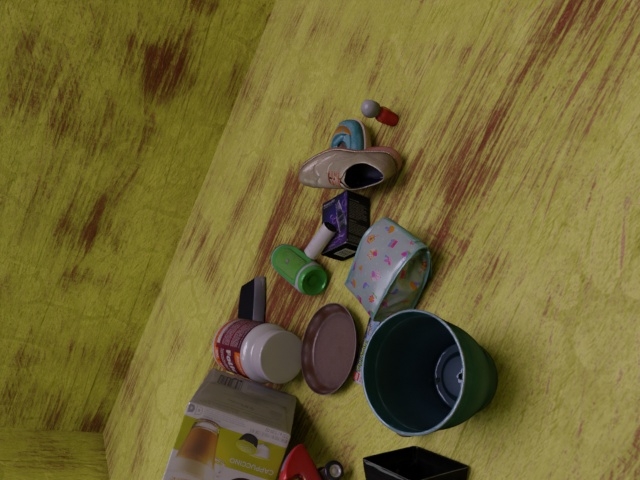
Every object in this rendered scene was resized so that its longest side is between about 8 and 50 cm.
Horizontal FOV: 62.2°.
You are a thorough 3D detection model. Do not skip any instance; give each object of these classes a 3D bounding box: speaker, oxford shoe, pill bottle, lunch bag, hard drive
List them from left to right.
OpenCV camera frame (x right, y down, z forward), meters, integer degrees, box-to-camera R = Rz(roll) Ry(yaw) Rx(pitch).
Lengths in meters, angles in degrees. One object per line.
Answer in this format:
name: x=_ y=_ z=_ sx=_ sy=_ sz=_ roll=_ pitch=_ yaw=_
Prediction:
hard drive: x=-0.309 y=0.296 z=2.360 sx=0.172 sy=0.054 sz=0.255 roll=-31 pitch=51 yaw=46
pill bottle: x=-0.242 y=0.424 z=2.042 sx=0.392 sy=0.224 sz=0.224 roll=-5 pitch=71 yaw=56
speaker: x=-0.088 y=0.108 z=2.054 sx=0.296 sy=0.131 sz=0.131 roll=33 pitch=102 yaw=57
speaker: x=0.000 y=0.000 z=1.836 sx=0.136 sy=0.055 sz=0.055 roll=-55 pitch=36 yaw=27
oxford shoe: x=0.073 y=-0.240 z=1.826 sx=0.396 sy=0.141 sz=0.146 roll=-7 pitch=25 yaw=33
lunch bag: x=0.210 y=0.083 z=1.589 sx=0.223 sy=0.160 sz=0.262 roll=48 pitch=121 yaw=55

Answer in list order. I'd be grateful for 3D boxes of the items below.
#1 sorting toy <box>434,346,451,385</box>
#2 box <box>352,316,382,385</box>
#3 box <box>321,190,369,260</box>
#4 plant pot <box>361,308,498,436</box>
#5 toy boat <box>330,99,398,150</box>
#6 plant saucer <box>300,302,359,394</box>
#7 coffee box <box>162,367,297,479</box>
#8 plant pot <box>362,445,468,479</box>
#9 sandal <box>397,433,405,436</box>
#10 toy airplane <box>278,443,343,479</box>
sorting toy: x=0.272 y=0.347 z=1.485 sx=0.193 sy=0.038 sz=0.208 roll=23 pitch=90 yaw=57
box: x=0.170 y=0.350 z=1.631 sx=0.114 sy=0.036 sz=0.207 roll=9 pitch=83 yaw=58
box: x=0.088 y=-0.052 z=1.881 sx=0.153 sy=0.108 sz=0.207 roll=-28 pitch=53 yaw=48
plant pot: x=0.281 y=0.318 z=1.254 sx=0.271 sy=0.255 sz=0.272 roll=-17 pitch=64 yaw=40
toy boat: x=0.133 y=-0.383 z=1.934 sx=0.318 sy=0.148 sz=0.268 roll=-42 pitch=43 yaw=39
plant saucer: x=0.038 y=0.370 z=1.809 sx=0.310 sy=0.050 sz=0.311 roll=-32 pitch=49 yaw=47
coffee box: x=-0.296 y=0.682 z=1.783 sx=0.338 sy=0.337 sz=0.335 roll=-93 pitch=23 yaw=-86
plant pot: x=0.227 y=0.623 z=1.293 sx=0.188 sy=0.187 sz=0.167 roll=-3 pitch=84 yaw=56
sandal: x=0.209 y=0.374 z=1.442 sx=0.120 sy=0.086 sz=0.303 roll=-40 pitch=42 yaw=36
toy airplane: x=-0.054 y=0.841 z=1.508 sx=0.384 sy=0.272 sz=0.387 roll=-142 pitch=56 yaw=-66
